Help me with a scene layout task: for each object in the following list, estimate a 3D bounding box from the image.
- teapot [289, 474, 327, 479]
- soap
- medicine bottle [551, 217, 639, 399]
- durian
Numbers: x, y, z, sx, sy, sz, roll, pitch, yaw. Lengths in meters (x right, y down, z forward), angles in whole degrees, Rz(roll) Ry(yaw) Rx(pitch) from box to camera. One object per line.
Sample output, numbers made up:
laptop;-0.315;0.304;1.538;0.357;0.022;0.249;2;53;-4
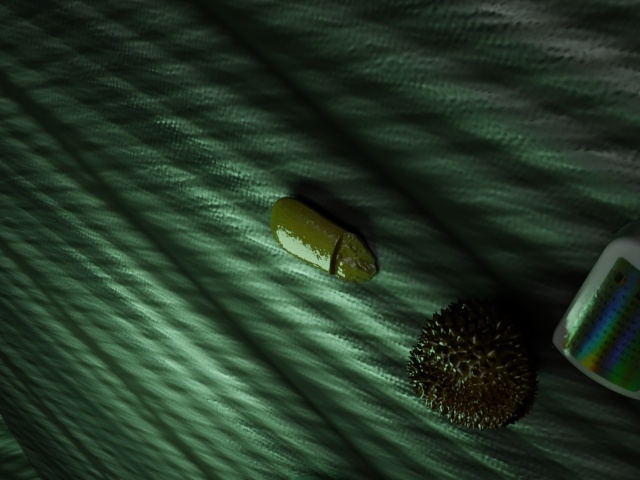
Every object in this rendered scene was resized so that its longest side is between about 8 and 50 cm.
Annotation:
teapot;-0.003;0.491;1.168;0.232;0.159;0.158;38;136;40
soap;0.000;0.000;0.936;0.169;0.033;0.089;26;132;25
medicine bottle;0.319;0.049;0.665;0.115;0.078;0.219;35;133;23
durian;0.177;0.146;0.810;0.168;0.137;0.158;32;153;33
